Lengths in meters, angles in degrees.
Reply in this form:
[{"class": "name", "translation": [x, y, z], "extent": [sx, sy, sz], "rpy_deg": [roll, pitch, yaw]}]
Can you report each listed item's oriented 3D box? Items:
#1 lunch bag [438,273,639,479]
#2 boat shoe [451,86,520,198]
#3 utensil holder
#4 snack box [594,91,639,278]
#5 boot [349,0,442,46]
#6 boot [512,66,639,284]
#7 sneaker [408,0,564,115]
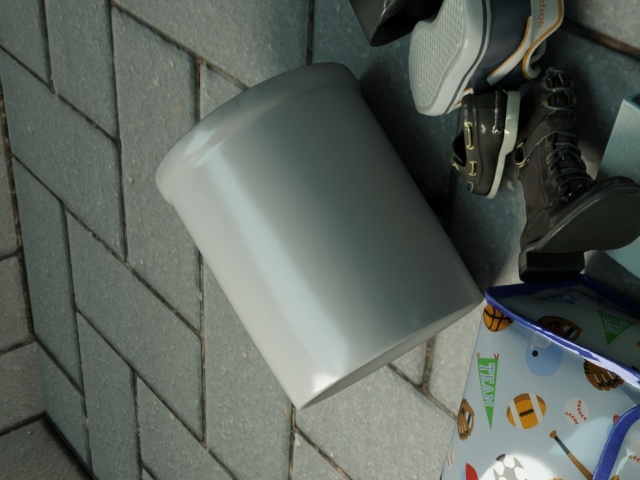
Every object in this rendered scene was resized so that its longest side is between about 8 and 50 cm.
[{"class": "lunch bag", "translation": [0.334, 0.259, 1.126], "extent": [0.385, 0.239, 0.327], "rpy_deg": [32, 120, 42]}, {"class": "boat shoe", "translation": [0.195, -0.117, 1.241], "extent": [0.227, 0.069, 0.081], "rpy_deg": [86, -170, -68]}, {"class": "utensil holder", "translation": [0.000, 0.000, 1.436], "extent": [0.385, 0.328, 0.327], "rpy_deg": [60, 146, 10]}, {"class": "snack box", "translation": [0.426, 0.000, 1.051], "extent": [0.322, 0.060, 0.187], "rpy_deg": [43, 141, 34]}, {"class": "boot", "translation": [0.000, -0.453, 1.361], "extent": [0.445, 0.146, 0.367], "rpy_deg": [58, 148, 9]}, {"class": "boot", "translation": [0.266, -0.089, 1.122], "extent": [0.263, 0.091, 0.228], "rpy_deg": [123, 149, -67]}, {"class": "sneaker", "translation": [0.191, -0.226, 1.217], "extent": [0.321, 0.128, 0.126], "rpy_deg": [157, 107, -82]}]
